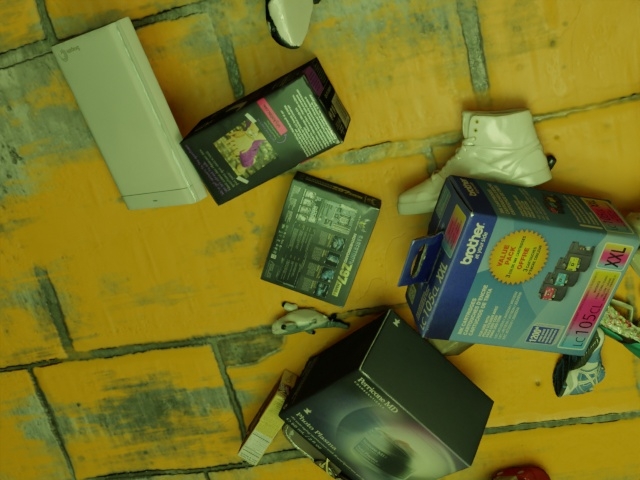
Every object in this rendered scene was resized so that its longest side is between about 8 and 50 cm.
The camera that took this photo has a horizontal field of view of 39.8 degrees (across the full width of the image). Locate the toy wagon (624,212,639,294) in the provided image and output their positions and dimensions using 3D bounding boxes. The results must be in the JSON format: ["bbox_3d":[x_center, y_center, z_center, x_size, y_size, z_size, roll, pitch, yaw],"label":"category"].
[{"bbox_3d":[0.677,0.090,1.602,0.068,0.267,0.344,-44,103,-11],"label":"toy wagon"}]

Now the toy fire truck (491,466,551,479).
[{"bbox_3d":[0.491,0.573,1.895,0.158,0.246,0.217,-22,90,50],"label":"toy fire truck"}]

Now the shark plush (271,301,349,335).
[{"bbox_3d":[-0.022,0.171,1.863,0.161,0.073,0.067,-7,133,-10],"label":"shark plush"}]

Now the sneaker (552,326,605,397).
[{"bbox_3d":[0.530,0.238,1.765,0.081,0.080,0.211,2,140,-5],"label":"sneaker"}]

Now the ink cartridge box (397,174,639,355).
[{"bbox_3d":[0.326,0.046,1.593,0.395,0.151,0.270,8,119,-14],"label":"ink cartridge box"}]

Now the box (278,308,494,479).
[{"bbox_3d":[0.127,0.338,1.770,0.296,0.183,0.294,42,135,-9],"label":"box"}]

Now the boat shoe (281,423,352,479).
[{"bbox_3d":[0.056,0.475,1.935,0.324,0.097,0.117,30,114,-5],"label":"boat shoe"}]

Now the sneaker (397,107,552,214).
[{"bbox_3d":[0.266,-0.156,1.649,0.292,0.108,0.169,-16,101,12],"label":"sneaker"}]

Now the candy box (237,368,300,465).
[{"bbox_3d":[-0.108,0.383,1.916,0.053,0.109,0.187,31,114,-5],"label":"candy box"}]

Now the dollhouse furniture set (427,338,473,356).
[{"bbox_3d":[0.275,0.133,1.799,0.144,0.123,0.151,-39,67,21],"label":"dollhouse furniture set"}]

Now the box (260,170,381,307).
[{"bbox_3d":[0.000,0.000,1.767,0.183,0.059,0.233,19,113,1],"label":"box"}]

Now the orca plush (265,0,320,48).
[{"bbox_3d":[-0.086,-0.485,1.559,0.102,0.151,0.287,8,121,40],"label":"orca plush"}]

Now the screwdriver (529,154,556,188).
[{"bbox_3d":[0.392,-0.096,1.693,0.025,0.024,0.170,50,121,19],"label":"screwdriver"}]

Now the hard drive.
[{"bbox_3d":[-0.364,-0.228,1.676,0.233,0.047,0.353,-2,116,45],"label":"hard drive"}]

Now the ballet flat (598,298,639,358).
[{"bbox_3d":[0.609,0.172,1.740,0.241,0.091,0.077,32,81,-10],"label":"ballet flat"}]

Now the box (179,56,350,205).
[{"bbox_3d":[-0.098,-0.202,1.639,0.270,0.165,0.143,-25,107,18],"label":"box"}]
